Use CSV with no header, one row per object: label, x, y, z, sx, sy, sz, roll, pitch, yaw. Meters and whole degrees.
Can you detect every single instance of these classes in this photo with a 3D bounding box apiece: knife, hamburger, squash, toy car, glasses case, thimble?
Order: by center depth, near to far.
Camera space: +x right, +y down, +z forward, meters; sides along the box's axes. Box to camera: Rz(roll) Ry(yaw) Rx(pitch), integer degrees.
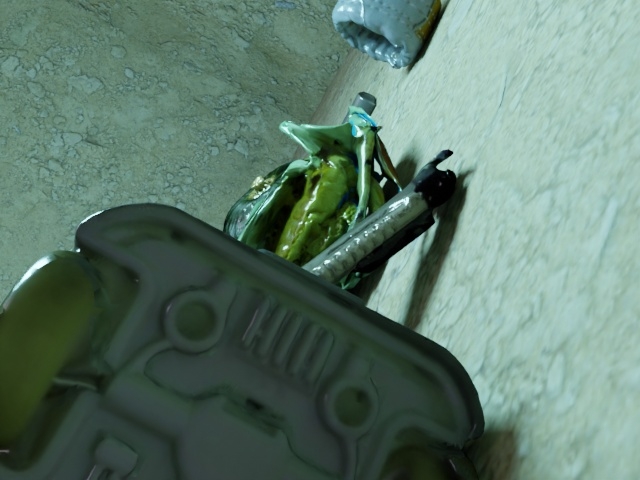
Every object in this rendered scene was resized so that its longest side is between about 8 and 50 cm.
toy car,-0.094,0.175,0.366,0.335,0.242,0.226,-65,10,-19
knife,-0.021,0.047,0.576,0.365,0.043,0.089,-37,-6,-17
hamburger,-0.015,-0.017,0.847,0.276,0.151,0.260,-75,12,-54
squash,-0.047,-0.028,1.066,0.193,0.155,0.193,-21,7,2
thimble,0.102,-0.355,1.173,0.117,0.151,0.127,-61,-2,-8
glasses case,0.050,-0.200,1.465,0.190,0.042,0.072,-61,0,19
